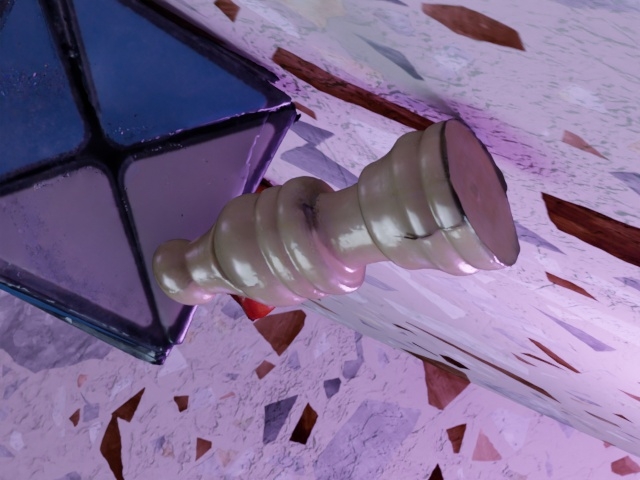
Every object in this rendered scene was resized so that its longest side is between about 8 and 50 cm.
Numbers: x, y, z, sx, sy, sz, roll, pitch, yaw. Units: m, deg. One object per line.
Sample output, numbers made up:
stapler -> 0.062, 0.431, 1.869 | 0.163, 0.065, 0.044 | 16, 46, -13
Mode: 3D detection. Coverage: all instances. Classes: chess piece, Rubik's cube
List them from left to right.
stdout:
Rubik's cube -> -0.252, -0.082, 1.435 | 0.305, 0.307, 0.310 | 30, 173, -25
chess piece -> 0.000, 0.000, 1.262 | 0.307, 0.124, 0.139 | -16, 171, 24

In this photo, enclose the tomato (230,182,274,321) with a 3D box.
tomato -> -0.101, -0.012, 2.052 | 0.233, 0.139, 0.200 | 61, 174, 16
